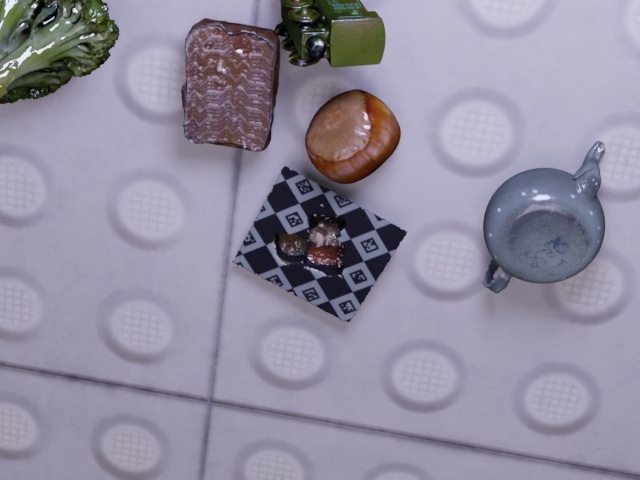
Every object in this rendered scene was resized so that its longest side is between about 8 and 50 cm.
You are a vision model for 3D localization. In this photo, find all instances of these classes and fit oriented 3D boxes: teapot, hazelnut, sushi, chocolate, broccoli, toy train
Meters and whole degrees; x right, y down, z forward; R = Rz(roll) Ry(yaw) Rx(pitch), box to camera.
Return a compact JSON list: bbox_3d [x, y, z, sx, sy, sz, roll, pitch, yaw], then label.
[{"bbox_3d":[0.359,-0.027,2.042,0.193,0.129,0.294,34,119,-11],"label":"teapot"},{"bbox_3d":[0.055,-0.156,2.004,0.150,0.150,0.150,3,118,5],"label":"hazelnut"},{"bbox_3d":[0.000,0.000,2.143,0.231,0.047,0.219,28,122,-4],"label":"sushi"},{"bbox_3d":[-0.139,-0.251,1.997,0.148,0.093,0.214,8,119,1],"label":"chocolate"},{"bbox_3d":[-0.473,-0.322,1.896,0.321,0.283,0.304,-22,126,37],"label":"broccoli"},{"bbox_3d":[0.007,-0.324,1.880,0.137,0.225,0.090,-5,121,-9],"label":"toy train"}]
